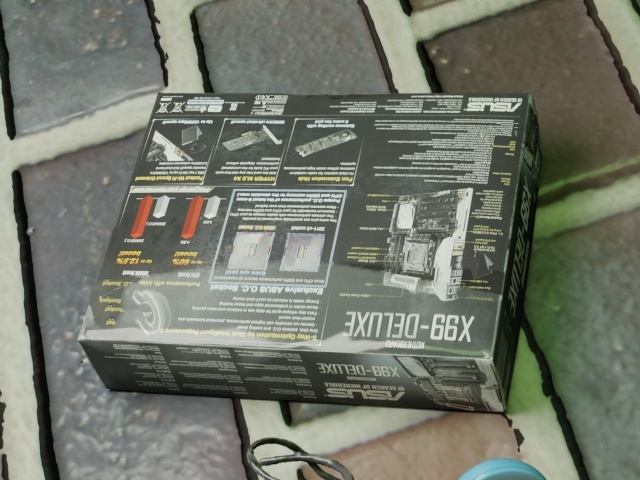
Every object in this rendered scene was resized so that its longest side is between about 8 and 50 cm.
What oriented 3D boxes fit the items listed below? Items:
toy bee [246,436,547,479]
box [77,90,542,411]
[{"bbox_3d":[0.097,0.213,0.918,0.298,0.162,0.195,15,16,7],"label":"toy bee"},{"bbox_3d":[0.000,0.000,1.143,0.307,0.076,0.242,1,53,15],"label":"box"}]
